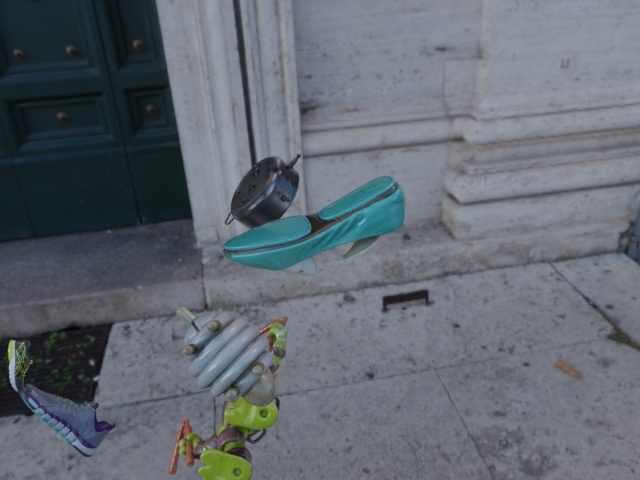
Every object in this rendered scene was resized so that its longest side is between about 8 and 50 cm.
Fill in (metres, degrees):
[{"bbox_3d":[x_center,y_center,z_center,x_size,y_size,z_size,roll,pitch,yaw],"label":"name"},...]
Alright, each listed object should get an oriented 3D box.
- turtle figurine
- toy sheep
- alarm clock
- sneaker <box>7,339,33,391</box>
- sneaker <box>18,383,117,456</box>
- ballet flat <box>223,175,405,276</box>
[{"bbox_3d":[-0.106,0.227,0.712,0.269,0.087,0.217,-51,7,-3],"label":"turtle figurine"},{"bbox_3d":[-0.094,0.113,0.560,0.132,0.091,0.091,48,42,4],"label":"toy sheep"},{"bbox_3d":[-0.112,-0.074,0.971,0.192,0.064,0.129,-31,37,40],"label":"alarm clock"},{"bbox_3d":[-0.473,0.198,0.890,0.035,0.083,0.031,-6,-1,-25],"label":"sneaker"},{"bbox_3d":[-0.553,0.371,1.233,0.083,0.223,0.098,0,41,49],"label":"sneaker"},{"bbox_3d":[0.000,0.000,0.731,0.247,0.087,0.083,-22,24,-1],"label":"ballet flat"}]
